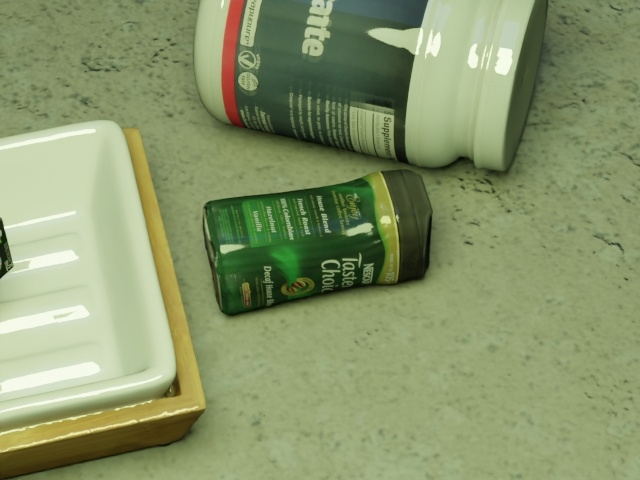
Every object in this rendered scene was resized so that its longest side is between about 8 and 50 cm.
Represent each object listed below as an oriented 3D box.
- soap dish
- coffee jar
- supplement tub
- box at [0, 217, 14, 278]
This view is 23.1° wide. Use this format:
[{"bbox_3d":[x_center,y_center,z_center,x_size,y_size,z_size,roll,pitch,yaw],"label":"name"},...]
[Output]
[{"bbox_3d":[-0.227,0.051,1.223,0.228,0.118,0.291,-12,52,-8],"label":"soap dish"},{"bbox_3d":[0.000,0.000,1.270,0.184,0.096,0.079,-11,55,-6],"label":"coffee jar"},{"bbox_3d":[0.044,-0.169,1.342,0.272,0.191,0.191,13,53,12],"label":"supplement tub"},{"bbox_3d":[-0.273,0.016,1.137,0.052,0.062,0.083,32,59,22],"label":"box"}]
